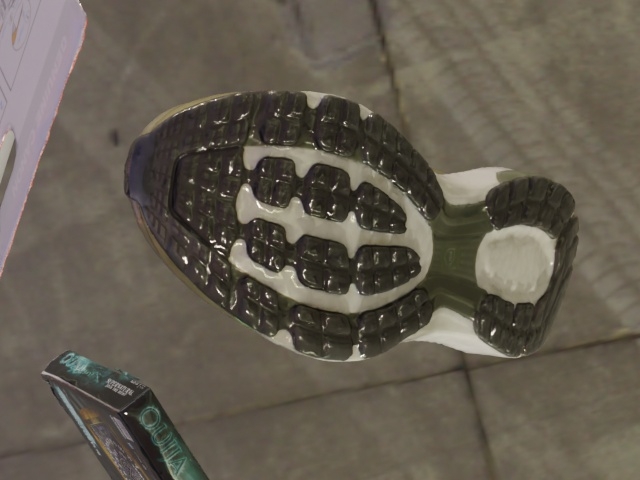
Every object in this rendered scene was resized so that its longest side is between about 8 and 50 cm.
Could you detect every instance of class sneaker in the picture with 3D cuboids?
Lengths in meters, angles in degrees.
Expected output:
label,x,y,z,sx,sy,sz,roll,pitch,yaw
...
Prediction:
label,x,y,z,sx,sy,sz,roll,pitch,yaw
sneaker,0.000,0.000,1.029,0.182,0.410,0.158,6,83,40

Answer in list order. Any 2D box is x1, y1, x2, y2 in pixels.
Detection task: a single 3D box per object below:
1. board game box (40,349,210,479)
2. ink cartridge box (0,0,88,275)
label,x,y,z,sx,sy,sz,roll,pitch,yaw
board game box,-0.089,0.153,0.919,0.126,0.026,0.186,13,136,59
ink cartridge box,-0.126,-0.047,0.593,0.232,0.066,0.189,50,125,46
